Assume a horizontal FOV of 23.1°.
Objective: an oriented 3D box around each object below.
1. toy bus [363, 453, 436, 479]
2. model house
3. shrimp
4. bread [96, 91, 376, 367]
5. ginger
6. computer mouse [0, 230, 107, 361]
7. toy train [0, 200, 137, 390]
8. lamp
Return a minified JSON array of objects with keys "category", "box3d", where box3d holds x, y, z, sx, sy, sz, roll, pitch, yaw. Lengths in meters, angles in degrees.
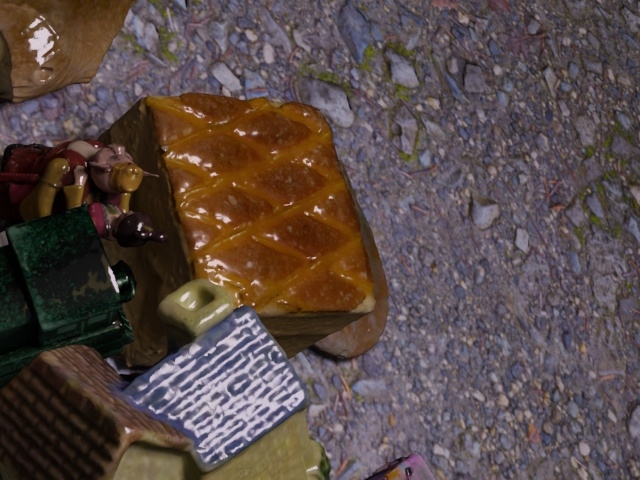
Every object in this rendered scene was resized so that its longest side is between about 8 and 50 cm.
[{"category":"toy bus","box3d":[0.141,0.398,1.903,0.112,0.090,0.274,-28,87,-53]},{"category":"model house","box3d":[-0.172,0.182,1.523,0.321,0.266,0.261,-33,46,-28]},{"category":"shrimp","box3d":[0.000,0.000,2.019,0.168,0.077,0.317,-4,73,-41]},{"category":"bread","box3d":[-0.112,-0.009,1.821,0.279,0.207,0.279,4,64,-42]},{"category":"ginger","box3d":[-0.332,-0.281,1.840,0.221,0.130,0.275,21,48,-22]},{"category":"computer mouse","box3d":[-0.298,0.103,1.677,0.145,0.082,0.236,15,58,-36]},{"category":"toy train","box3d":[-0.335,0.071,1.524,0.330,0.178,0.138,-17,74,-18]},{"category":"lamp","box3d":[-0.252,-0.054,1.689,0.118,0.253,0.118,-4,96,-40]}]
